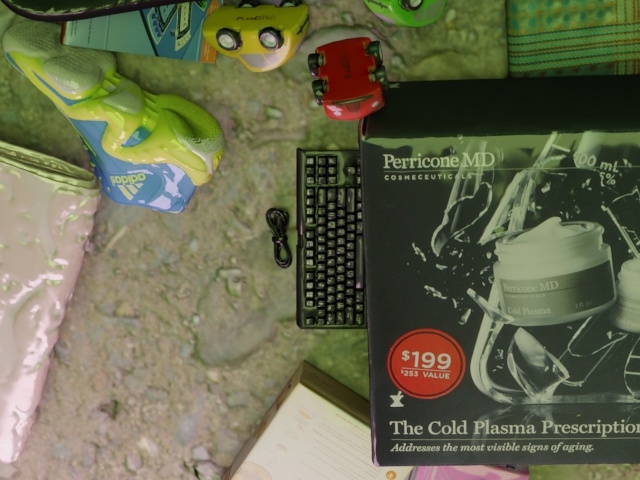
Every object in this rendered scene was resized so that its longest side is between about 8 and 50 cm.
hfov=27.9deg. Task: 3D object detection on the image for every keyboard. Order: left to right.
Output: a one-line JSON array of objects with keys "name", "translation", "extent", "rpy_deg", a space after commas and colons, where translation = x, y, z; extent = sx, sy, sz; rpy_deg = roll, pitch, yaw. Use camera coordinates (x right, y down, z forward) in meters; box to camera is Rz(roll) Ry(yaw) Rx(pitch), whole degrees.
[{"name": "keyboard", "translation": [0.000, 0.000, 1.256], "extent": [0.108, 0.023, 0.180], "rpy_deg": [1, 104, 3]}]

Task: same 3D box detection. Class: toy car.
[{"name": "toy car", "translation": [0.039, -0.189, 1.144], "extent": [0.225, 0.239, 0.053], "rpy_deg": [-33, 131, -21]}]

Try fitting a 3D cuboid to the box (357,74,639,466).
[{"name": "box", "translation": [0.209, 0.024, 1.153], "extent": [0.343, 0.179, 0.313], "rpy_deg": [-2, 110, 4]}]

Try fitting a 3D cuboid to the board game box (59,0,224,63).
[{"name": "board game box", "translation": [-0.146, -0.307, 1.158], "extent": [0.145, 0.027, 0.281], "rpy_deg": [5, 106, -18]}]

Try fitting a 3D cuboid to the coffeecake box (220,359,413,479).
[{"name": "coffeecake box", "translation": [-0.010, 0.240, 1.296], "extent": [0.142, 0.068, 0.185], "rpy_deg": [33, 104, -5]}]

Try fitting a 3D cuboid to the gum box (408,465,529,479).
[{"name": "gum box", "translation": [0.132, 0.295, 1.305], "extent": [0.107, 0.062, 0.188], "rpy_deg": [15, 105, 0]}]

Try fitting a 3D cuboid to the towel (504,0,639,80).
[{"name": "towel", "translation": [0.292, -0.290, 1.132], "extent": [0.271, 0.040, 0.370], "rpy_deg": [-3, 113, 6]}]

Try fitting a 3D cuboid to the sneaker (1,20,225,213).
[{"name": "sneaker", "translation": [-0.208, -0.104, 1.207], "extent": [0.240, 0.091, 0.126], "rpy_deg": [33, 125, 12]}]

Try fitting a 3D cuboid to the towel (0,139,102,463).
[{"name": "towel", "translation": [-0.399, 0.033, 1.252], "extent": [0.316, 0.053, 0.332], "rpy_deg": [20, 116, -2]}]

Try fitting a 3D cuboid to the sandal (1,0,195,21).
[{"name": "sandal", "translation": [-0.065, -0.282, 1.089], "extent": [0.445, 0.107, 0.168], "rpy_deg": [-17, 89, -10]}]
